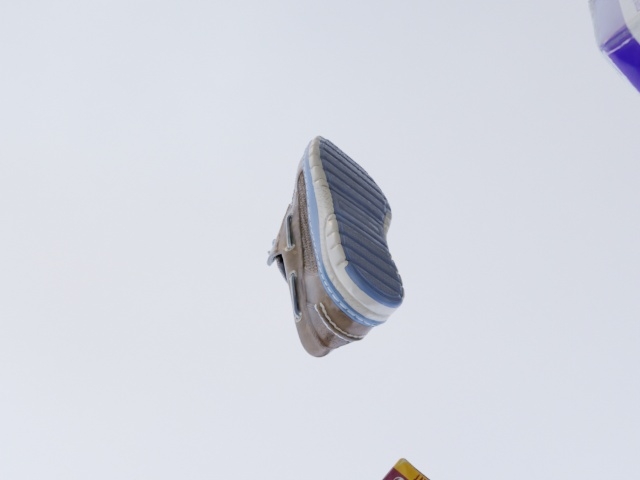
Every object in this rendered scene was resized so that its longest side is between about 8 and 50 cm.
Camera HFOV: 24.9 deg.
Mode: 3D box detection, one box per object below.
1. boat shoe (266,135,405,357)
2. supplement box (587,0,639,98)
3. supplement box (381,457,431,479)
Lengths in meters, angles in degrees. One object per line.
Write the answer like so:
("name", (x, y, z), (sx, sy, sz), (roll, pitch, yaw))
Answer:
("boat shoe", (0.000, 0.000, 0.855), (0.066, 0.066, 0.183), (38, -159, -20))
("supplement box", (0.199, -0.093, 0.419), (0.111, 0.220, 0.114), (48, -162, -7))
("supplement box", (0.040, 0.267, 1.079), (0.104, 0.081, 0.188), (38, -99, 9))
